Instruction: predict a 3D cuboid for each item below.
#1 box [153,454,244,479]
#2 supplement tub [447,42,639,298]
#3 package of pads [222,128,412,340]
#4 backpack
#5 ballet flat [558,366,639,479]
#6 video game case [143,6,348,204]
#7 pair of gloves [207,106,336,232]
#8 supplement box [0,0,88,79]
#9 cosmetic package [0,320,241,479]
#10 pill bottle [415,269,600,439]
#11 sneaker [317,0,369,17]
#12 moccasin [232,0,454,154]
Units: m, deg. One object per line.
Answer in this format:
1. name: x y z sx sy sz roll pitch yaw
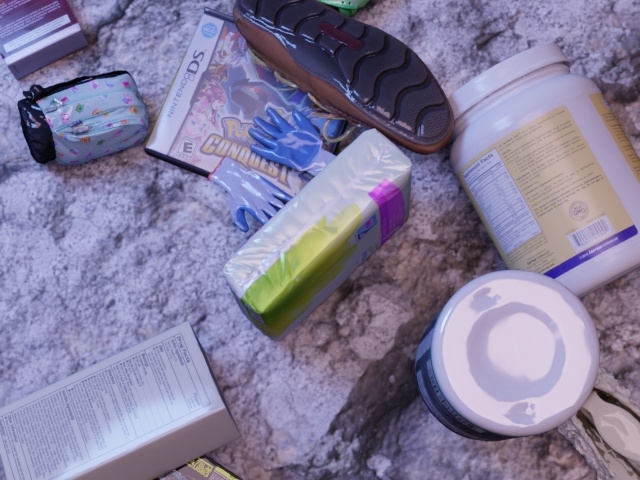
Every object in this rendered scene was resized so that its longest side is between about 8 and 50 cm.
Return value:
1. box: -0.178 0.409 1.647 0.190 0.045 0.184 31 78 6
2. supplement tub: 0.332 -0.087 1.644 0.241 0.241 0.331 -27 80 -5
3. package of pads: 0.000 0.000 1.633 0.296 0.229 0.101 -43 77 -9
4. backpack: -0.351 -0.181 1.719 0.182 0.152 0.115 -19 85 -16
5. ballet flat: 0.469 0.338 1.619 0.147 0.147 0.409 -43 83 -8
6. video game case: -0.098 -0.199 1.768 0.275 0.035 0.248 21 80 4
7. pair of gloves: -0.071 -0.102 1.705 0.159 0.023 0.198 37 78 20
8. supplement box: -0.472 -0.386 1.782 0.130 0.073 0.239 -27 81 -6
9. cosmetic package: -0.287 0.259 1.616 0.309 0.113 0.160 -23 56 -5
10. pill bottle: 0.233 0.164 1.534 0.204 0.361 0.204 0 80 0
11. sneaker: 0.051 -0.406 1.786 0.295 0.109 0.123 -13 97 -1
12. moccasin: 0.030 -0.234 1.664 0.380 0.147 0.139 30 66 20
